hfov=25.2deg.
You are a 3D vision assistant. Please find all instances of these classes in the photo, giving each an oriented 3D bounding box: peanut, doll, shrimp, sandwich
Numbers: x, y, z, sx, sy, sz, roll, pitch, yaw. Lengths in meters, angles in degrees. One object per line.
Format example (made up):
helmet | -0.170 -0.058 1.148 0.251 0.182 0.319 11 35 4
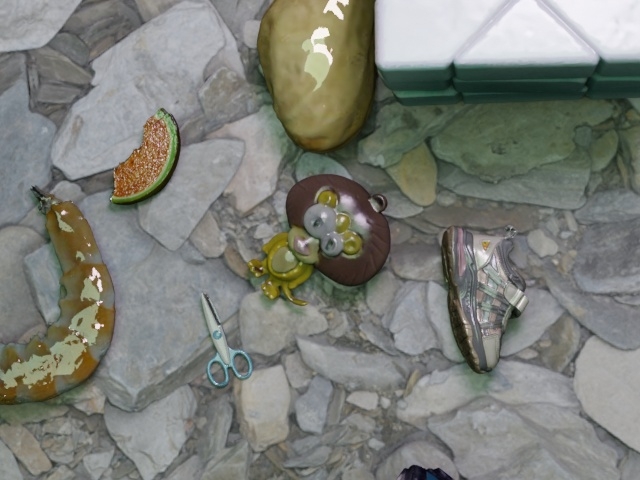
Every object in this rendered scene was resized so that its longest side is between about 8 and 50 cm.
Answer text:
peanut | 0.001 -0.264 1.717 0.148 0.147 0.318 6 91 7
doll | 0.004 0.008 1.733 0.145 0.096 0.188 36 103 14
shrimp | -0.346 0.093 1.785 0.185 0.068 0.287 25 90 6
sandwich | -0.214 -0.097 1.792 0.067 0.029 0.135 33 93 13

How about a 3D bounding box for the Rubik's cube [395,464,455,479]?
Rubik's cube | 0.137 0.454 1.592 0.310 0.305 0.307 38 92 7

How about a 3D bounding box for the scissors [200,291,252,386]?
scissors | -0.127 0.121 1.782 0.058 0.014 0.119 -20 89 5

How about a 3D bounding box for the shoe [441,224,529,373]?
shoe | 0.201 0.066 1.712 0.092 0.089 0.180 -10 89 -5

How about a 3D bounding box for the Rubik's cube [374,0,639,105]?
Rubik's cube | 0.225 -0.326 1.602 0.322 0.316 0.318 -1 89 9
